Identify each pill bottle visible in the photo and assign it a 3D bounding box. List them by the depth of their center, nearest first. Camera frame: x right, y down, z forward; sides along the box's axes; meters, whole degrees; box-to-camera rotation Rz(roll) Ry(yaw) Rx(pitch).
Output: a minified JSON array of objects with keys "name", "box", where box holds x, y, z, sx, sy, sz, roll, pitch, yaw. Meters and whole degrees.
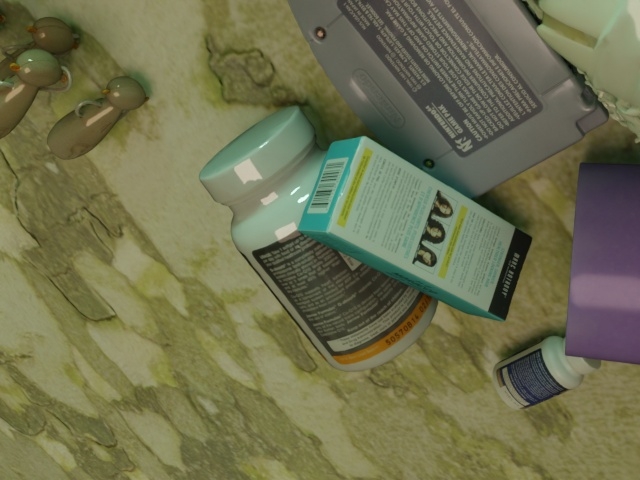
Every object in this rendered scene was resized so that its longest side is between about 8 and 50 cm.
[{"name":"pill bottle","box":[0.000,0.000,0.763,0.162,0.162,0.278,-21,115,33]},{"name":"pill bottle","box":[0.277,0.158,0.832,0.067,0.067,0.120,42,129,-11]}]

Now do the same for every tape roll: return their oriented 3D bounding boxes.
[{"name":"tape roll","box":[0.281,0.021,0.647,0.080,0.189,0.189,4,126,22]}]

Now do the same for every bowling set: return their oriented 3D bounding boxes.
[{"name":"bowling set","box":[-0.356,-0.213,0.745,0.154,0.287,0.199,-29,77,29]}]

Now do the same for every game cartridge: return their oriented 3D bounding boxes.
[{"name":"game cartridge","box":[0.110,-0.180,0.656,0.196,0.060,0.294,-32,109,33]}]

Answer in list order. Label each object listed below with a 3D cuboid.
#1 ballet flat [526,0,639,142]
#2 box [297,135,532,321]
[{"name":"ballet flat","box":[0.167,-0.172,0.427,0.147,0.409,0.147,-13,138,-12]},{"name":"box","box":[0.104,-0.006,0.694,0.244,0.100,0.060,27,169,-28]}]
